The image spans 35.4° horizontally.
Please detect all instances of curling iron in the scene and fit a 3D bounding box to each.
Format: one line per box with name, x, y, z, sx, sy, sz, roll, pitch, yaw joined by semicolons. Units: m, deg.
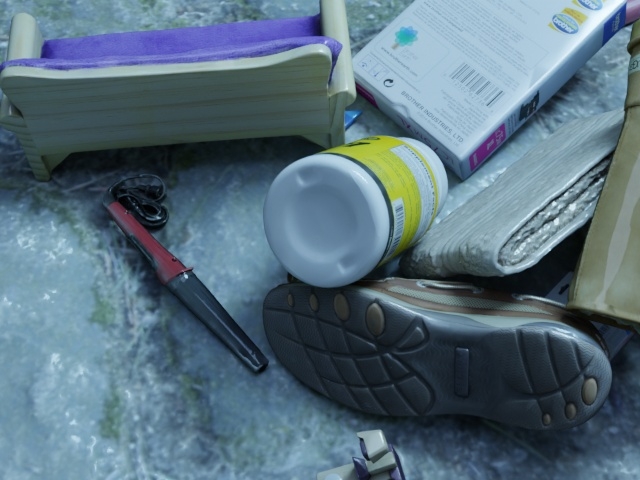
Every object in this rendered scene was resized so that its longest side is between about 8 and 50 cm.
curling iron;-0.135;0.027;1.007;0.068;0.035;0.274;-30;60;-19

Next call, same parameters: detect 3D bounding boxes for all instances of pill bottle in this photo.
pill bottle;0.043;-0.036;0.950;0.119;0.119;0.208;26;22;17

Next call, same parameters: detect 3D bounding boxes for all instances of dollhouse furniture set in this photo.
dollhouse furniture set;0.035;0.233;0.843;0.081;0.091;0.114;-19;59;5

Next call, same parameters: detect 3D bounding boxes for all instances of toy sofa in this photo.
toy sofa;-0.148;-0.183;1.061;0.362;0.177;0.150;-5;57;0

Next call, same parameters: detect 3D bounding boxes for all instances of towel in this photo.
towel;0.219;-0.047;0.983;0.282;0.187;0.049;-36;100;-21

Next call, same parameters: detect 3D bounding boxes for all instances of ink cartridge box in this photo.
ink cartridge box;0.201;-0.235;1.123;0.311;0.065;0.186;-45;65;-4
ink cartridge box;0.262;0.074;0.978;0.083;0.028;0.048;38;63;23

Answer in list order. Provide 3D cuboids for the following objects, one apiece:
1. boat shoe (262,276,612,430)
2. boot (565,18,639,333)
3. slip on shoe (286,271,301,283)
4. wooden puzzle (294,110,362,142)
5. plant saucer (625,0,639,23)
boat shoe;0.105;0.093;0.927;0.324;0.123;0.116;12;22;18
boot;0.346;-0.039;0.894;0.236;0.089;0.270;15;80;-10
slip on shoe;0.000;0.000;1.025;0.041;0.051;0.135;34;42;-25
wooden puzzle;-0.018;-0.148;1.145;0.116;0.014;0.079;29;64;19
plant saucer;0.301;-0.406;1.282;0.332;0.084;0.332;0;55;1
